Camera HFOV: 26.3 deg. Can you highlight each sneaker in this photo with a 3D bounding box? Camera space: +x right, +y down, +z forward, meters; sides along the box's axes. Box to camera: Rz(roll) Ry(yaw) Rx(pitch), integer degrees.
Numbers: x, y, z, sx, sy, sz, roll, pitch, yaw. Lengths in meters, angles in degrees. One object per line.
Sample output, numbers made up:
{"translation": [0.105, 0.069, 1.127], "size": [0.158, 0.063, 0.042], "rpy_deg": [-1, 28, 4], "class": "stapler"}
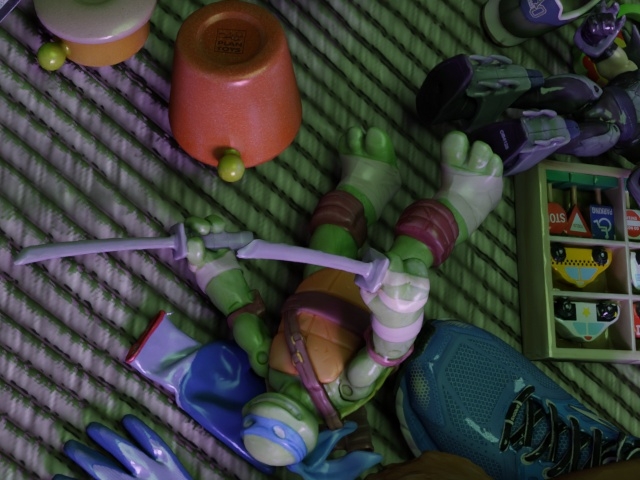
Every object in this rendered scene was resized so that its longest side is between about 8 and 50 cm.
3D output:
{"translation": [0.231, -0.227, 1.182], "size": [0.192, 0.086, 0.064], "rpy_deg": [-33, 97, -31], "class": "sneaker"}
{"translation": [0.199, 0.167, 1.049], "size": [0.330, 0.147, 0.129], "rpy_deg": [39, 64, -17], "class": "sneaker"}

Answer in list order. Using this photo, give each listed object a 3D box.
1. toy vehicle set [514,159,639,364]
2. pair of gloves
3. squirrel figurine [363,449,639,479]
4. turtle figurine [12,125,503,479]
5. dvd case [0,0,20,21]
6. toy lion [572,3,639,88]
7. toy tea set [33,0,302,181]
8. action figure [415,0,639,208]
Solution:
{"translation": [0.288, 0.024, 1.192], "size": [0.267, 0.035, 0.165], "rpy_deg": [4, 78, -29], "class": "toy vehicle set"}
{"translation": [-0.088, 0.145, 0.962], "size": [0.159, 0.023, 0.198], "rpy_deg": [37, 60, -16], "class": "pair of gloves"}
{"translation": [0.145, 0.345, 0.918], "size": [0.281, 0.397, 0.370], "rpy_deg": [-57, 156, -59], "class": "squirrel figurine"}
{"translation": [0.000, 0.000, 0.934], "size": [0.274, 0.198, 0.266], "rpy_deg": [45, 52, -11], "class": "turtle figurine"}
{"translation": [-0.323, -0.190, 0.902], "size": [0.221, 0.018, 0.164], "rpy_deg": [43, 64, -16], "class": "dvd case"}
{"translation": [0.271, -0.167, 1.228], "size": [0.096, 0.034, 0.100], "rpy_deg": [15, 72, -18], "class": "toy lion"}
{"translation": [-0.046, -0.190, 1.022], "size": [0.200, 0.124, 0.336], "rpy_deg": [33, 62, 19], "class": "toy tea set"}
{"translation": [0.222, -0.101, 1.113], "size": [0.285, 0.099, 0.185], "rpy_deg": [-7, 63, -36], "class": "action figure"}
